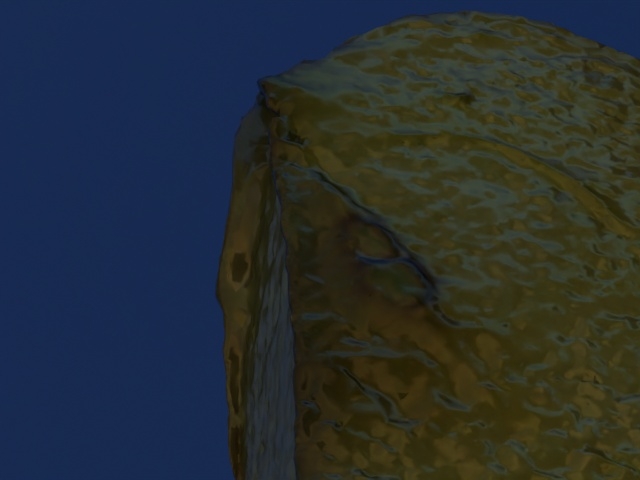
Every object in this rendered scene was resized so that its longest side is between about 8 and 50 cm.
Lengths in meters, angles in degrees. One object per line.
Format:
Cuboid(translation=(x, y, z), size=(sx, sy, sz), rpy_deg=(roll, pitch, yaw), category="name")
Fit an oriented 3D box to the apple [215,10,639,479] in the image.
Cuboid(translation=(0.051, 0.065, 0.584), size=(0.254, 0.179, 0.346), rpy_deg=(-40, -149, 24), category="apple")
